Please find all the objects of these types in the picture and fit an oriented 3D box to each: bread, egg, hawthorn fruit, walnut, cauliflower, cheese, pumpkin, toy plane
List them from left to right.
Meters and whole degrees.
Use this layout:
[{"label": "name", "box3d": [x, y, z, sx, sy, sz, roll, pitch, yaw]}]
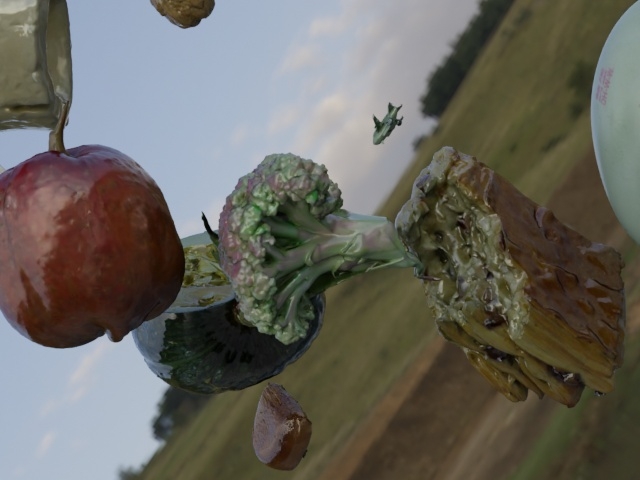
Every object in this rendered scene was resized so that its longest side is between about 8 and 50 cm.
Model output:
[{"label": "cheese", "box3d": [-0.521, -0.329, 2.331, 0.332, 0.153, 0.292, -96, 4, -87]}, {"label": "hawthorn fruit", "box3d": [-0.296, 0.007, 1.654, 0.258, 0.262, 0.258, -44, 12, 11]}, {"label": "walnut", "box3d": [-0.191, -0.334, 1.837, 0.079, 0.096, 0.082, -21, 34, 40]}, {"label": "pumpkin", "box3d": [-0.129, 0.119, 1.976, 0.263, 0.293, 0.197, -133, 31, -62]}, {"label": "bread", "box3d": [-0.072, 0.308, 2.199, 0.044, 0.126, 0.129, -10, -48, -36]}, {"label": "cauliflower", "box3d": [0.000, 0.000, 1.723, 0.256, 0.315, 0.239, -71, -16, -79]}, {"label": "toy plane", "box3d": [0.112, -0.194, 2.272, 0.080, 0.033, 0.083, -4, -54, -50]}, {"label": "bread", "box3d": [0.261, 0.067, 1.974, 0.191, 0.370, 0.314, -51, 10, 38]}, {"label": "egg", "box3d": [0.477, -0.152, 1.798, 0.230, 0.230, 0.371, -38, -51, -62]}]

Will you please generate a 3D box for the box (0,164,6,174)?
[{"label": "box", "box3d": [-0.481, -0.006, 2.151, 0.139, 0.245, 0.035, -40, -21, -28]}]
